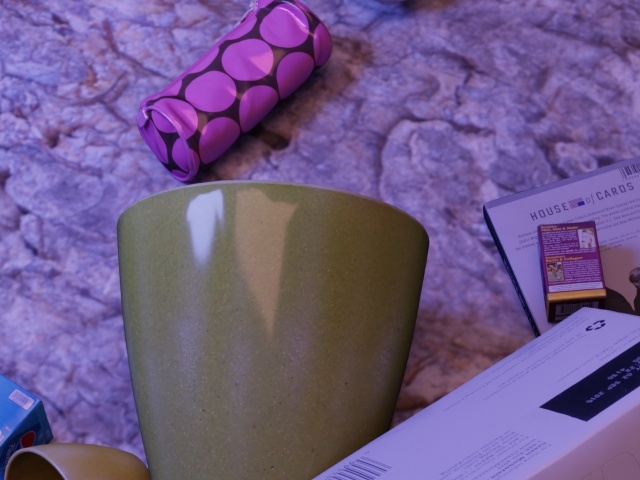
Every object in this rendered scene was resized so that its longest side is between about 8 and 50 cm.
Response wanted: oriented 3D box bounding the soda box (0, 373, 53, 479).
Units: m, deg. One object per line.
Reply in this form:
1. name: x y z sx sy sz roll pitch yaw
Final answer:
1. soda box: -0.347 0.134 1.764 0.210 0.071 0.067 30 63 21

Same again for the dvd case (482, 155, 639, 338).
1. dvd case: 0.275 0.038 1.806 0.179 0.029 0.238 -16 57 -6

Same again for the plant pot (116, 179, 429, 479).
1. plant pot: -0.049 0.134 1.655 0.275 0.275 0.293 1 71 5

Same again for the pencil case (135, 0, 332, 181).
1. pencil case: -0.090 -0.156 1.925 0.209 0.095 0.098 -44 99 -24

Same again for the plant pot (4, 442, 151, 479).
1. plant pot: -0.197 0.228 1.671 0.095 0.134 0.134 -18 54 -38

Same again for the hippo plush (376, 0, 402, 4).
1. hippo plush: -0.004 -0.364 2.019 0.294 0.234 0.236 -34 29 -33

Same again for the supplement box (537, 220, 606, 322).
1. supplement box: 0.229 0.028 1.773 0.055 0.043 0.083 -4 58 3

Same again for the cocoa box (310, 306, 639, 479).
1. cocoa box: 0.176 0.240 1.507 0.347 0.228 0.231 -31 15 -19
